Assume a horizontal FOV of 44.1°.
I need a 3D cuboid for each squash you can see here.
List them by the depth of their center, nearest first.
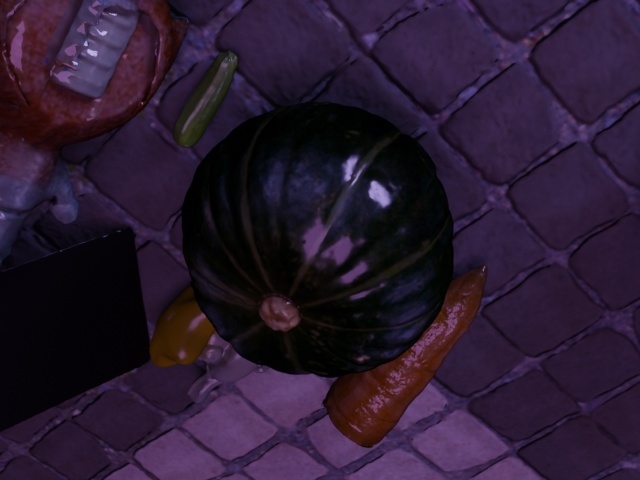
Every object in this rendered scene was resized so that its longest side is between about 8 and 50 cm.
[{"bbox_3d":[-0.003,0.001,0.592,0.218,0.172,0.218,4,130,5],"label":"squash"},{"bbox_3d":[-0.089,-0.110,0.616,0.027,0.027,0.089,31,115,-14],"label":"squash"}]

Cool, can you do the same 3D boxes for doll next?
[{"bbox_3d":[-0.090,0.094,0.727,0.135,0.071,0.113,-24,125,14],"label":"doll"}]

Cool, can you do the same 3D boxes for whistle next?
[{"bbox_3d":[-0.204,-0.086,0.547,0.134,0.142,0.346,33,99,29],"label":"whistle"}]

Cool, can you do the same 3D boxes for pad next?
[{"bbox_3d":[-0.269,0.095,0.670,0.009,0.265,0.159,33,134,39],"label":"pad"}]

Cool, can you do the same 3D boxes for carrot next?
[{"bbox_3d":[0.087,0.097,0.715,0.072,0.072,0.205,32,113,-14],"label":"carrot"}]
